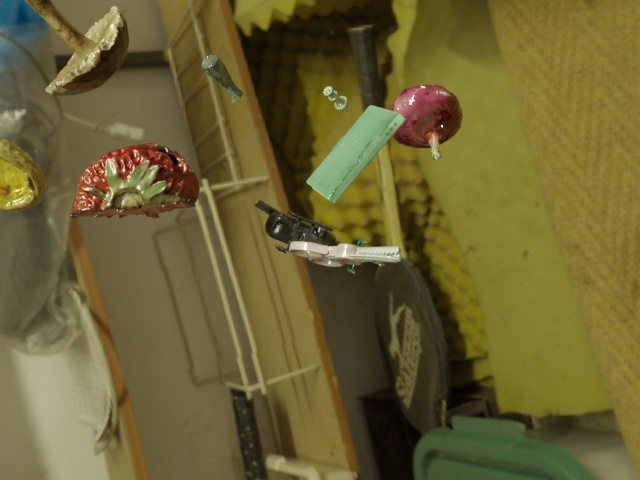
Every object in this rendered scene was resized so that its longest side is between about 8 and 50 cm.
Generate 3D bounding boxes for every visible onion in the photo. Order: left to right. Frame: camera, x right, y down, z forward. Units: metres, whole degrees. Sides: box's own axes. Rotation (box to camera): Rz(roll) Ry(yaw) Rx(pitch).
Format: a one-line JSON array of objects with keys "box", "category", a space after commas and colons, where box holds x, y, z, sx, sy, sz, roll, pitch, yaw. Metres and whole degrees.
[{"box": [0.202, -0.212, 1.283, 0.150, 0.149, 0.140, 124, 152, -55], "category": "onion"}]

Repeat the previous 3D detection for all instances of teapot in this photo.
[{"box": [-0.204, -0.341, 1.430, 0.043, 0.042, 0.111, 50, 180, 44], "category": "teapot"}]

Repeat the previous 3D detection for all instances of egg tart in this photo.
[{"box": [-0.839, -0.182, 1.732, 0.279, 0.278, 0.095, 111, 168, -48], "category": "egg tart"}]

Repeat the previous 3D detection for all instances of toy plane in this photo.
[{"box": [0.000, 0.000, 1.767, 0.155, 0.381, 0.107, -123, 53, -79], "category": "toy plane"}]

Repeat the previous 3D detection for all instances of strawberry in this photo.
[{"box": [-0.379, -0.126, 1.437, 0.280, 0.253, 0.150, -11, -86, -81], "category": "strawberry"}]

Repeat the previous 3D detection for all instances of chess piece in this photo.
[{"box": [0.040, -0.391, 1.836, 0.042, 0.093, 0.042, -11, 67, 28], "category": "chess piece"}]

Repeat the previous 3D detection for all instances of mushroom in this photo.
[{"box": [-0.518, -0.463, 1.409, 0.233, 0.207, 0.302, -131, 26, -53], "category": "mushroom"}]

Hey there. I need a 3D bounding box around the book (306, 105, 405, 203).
[{"box": [0.041, -0.112, 0.860, 0.017, 0.135, 0.103, 39, -179, -24], "category": "book"}]

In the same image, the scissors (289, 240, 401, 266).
[{"box": [0.051, 0.025, 1.251, 0.242, 0.118, 0.031, -1, 72, 46], "category": "scissors"}]
